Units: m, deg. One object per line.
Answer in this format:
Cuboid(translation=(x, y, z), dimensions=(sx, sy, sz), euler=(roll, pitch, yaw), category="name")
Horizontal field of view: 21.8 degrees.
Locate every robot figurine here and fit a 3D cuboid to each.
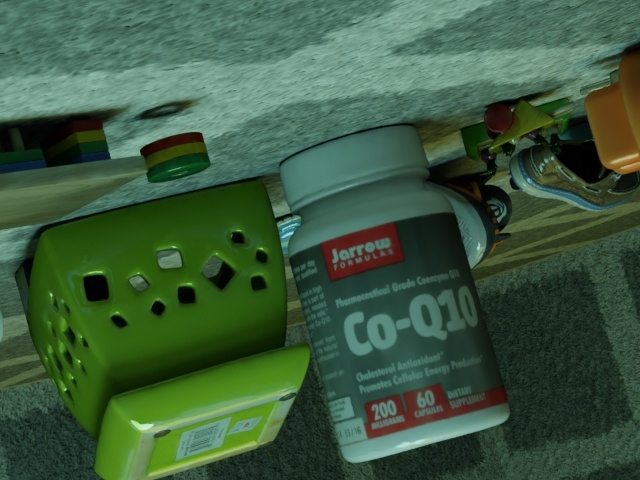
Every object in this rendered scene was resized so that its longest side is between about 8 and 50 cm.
Cuboid(translation=(0.345, -0.124, 1.446), dimensions=(0.219, 0.128, 0.158), euler=(-18, 131, 20), category="robot figurine")

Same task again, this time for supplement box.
Cuboid(translation=(-0.267, 0.047, 1.730), dimensions=(0.083, 0.056, 0.083), euler=(-14, 173, -20), category="supplement box")

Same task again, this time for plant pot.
Cuboid(translation=(-0.141, 0.101, 1.595), dimensions=(0.227, 0.207, 0.228), euler=(-15, 158, -19), category="plant pot")

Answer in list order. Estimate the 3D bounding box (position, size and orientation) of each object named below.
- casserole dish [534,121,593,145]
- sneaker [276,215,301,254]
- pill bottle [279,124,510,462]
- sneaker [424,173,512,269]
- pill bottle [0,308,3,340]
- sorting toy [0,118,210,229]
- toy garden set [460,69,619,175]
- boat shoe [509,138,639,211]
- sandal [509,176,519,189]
Cuboid(translation=(0.337, -0.121, 1.880), dimensions=(0.188, 0.037, 0.114), euler=(-18, 174, 14), category="casserole dish")
Cuboid(translation=(0.000, 0.000, 1.921), dimensions=(0.162, 0.073, 0.063), euler=(-17, 174, 10), category="sneaker")
Cuboid(translation=(0.062, 0.049, 1.528), dimensions=(0.161, 0.283, 0.161), euler=(-15, 174, -2), category="pill bottle")
Cuboid(translation=(0.163, -0.030, 1.966), dimensions=(0.180, 0.125, 0.321), euler=(-18, -174, -22), category="sneaker")
Cuboid(translation=(-0.398, 0.090, 1.734), dimensions=(0.120, 0.067, 0.067), euler=(-12, 173, -33), category="pill bottle")
Cuboid(translation=(-0.216, -0.041, 1.122), dimensions=(0.274, 0.046, 0.132), euler=(-11, 173, -41), category="sorting toy")
Cuboid(translation=(0.261, -0.120, 1.629), dimensions=(0.244, 0.049, 0.204), euler=(-17, 174, 5), category="toy garden set")
Cuboid(translation=(0.290, -0.074, 1.791), dimensions=(0.183, 0.066, 0.066), euler=(0, 158, -40), category="boat shoe")
Cuboid(translation=(0.312, -0.088, 2.084), dimensions=(0.179, 0.040, 0.067), euler=(-21, 173, 37), category="sandal")
